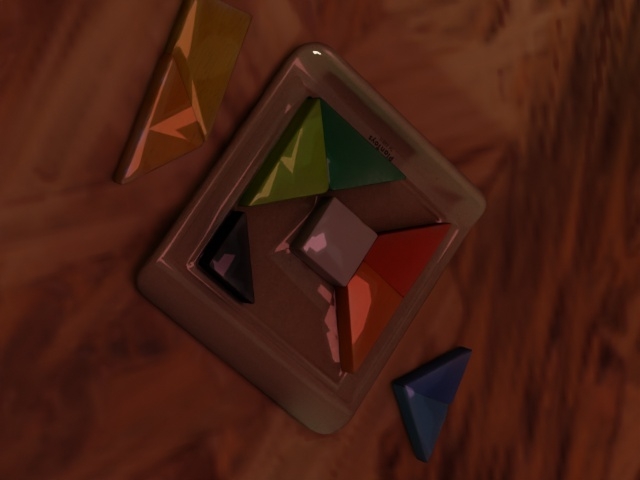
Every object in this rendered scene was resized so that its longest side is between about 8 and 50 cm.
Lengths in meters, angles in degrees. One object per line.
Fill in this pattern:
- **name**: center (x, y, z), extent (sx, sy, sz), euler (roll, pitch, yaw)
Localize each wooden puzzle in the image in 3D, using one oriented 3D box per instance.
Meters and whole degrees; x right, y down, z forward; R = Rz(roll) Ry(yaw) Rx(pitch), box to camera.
- **wooden puzzle**: center (0.000, 0.000, 0.392), extent (0.116, 0.014, 0.079), euler (34, 80, -28)
